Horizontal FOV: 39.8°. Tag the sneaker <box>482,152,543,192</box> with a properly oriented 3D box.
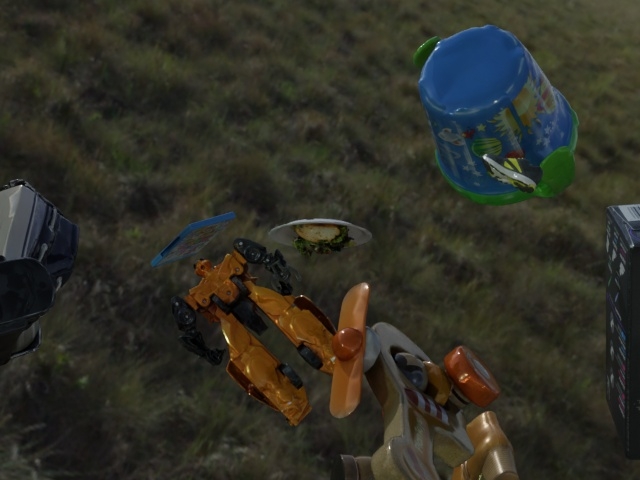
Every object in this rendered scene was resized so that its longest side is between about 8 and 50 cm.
[{"bbox_3d":[0.237,-0.088,1.087,0.083,0.035,0.031,35,-16,32],"label":"sneaker"}]

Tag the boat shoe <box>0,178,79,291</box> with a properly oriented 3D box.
[{"bbox_3d":[-0.491,0.073,1.453,0.158,0.127,0.340,42,45,-44],"label":"boat shoe"}]

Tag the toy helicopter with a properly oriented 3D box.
[{"bbox_3d":[0.094,0.189,1.032,0.235,0.140,0.355,47,16,-8],"label":"toy helicopter"}]

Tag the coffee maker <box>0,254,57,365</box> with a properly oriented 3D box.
[{"bbox_3d":[-0.443,0.108,1.169,0.120,0.178,0.171,46,58,1],"label":"coffee maker"}]

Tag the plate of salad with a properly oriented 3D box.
[{"bbox_3d":[0.000,0.000,1.694,0.200,0.048,0.200,0,-15,0],"label":"plate of salad"}]

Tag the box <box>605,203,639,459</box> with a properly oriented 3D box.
[{"bbox_3d":[0.424,0.101,1.022,0.165,0.270,0.143,-3,20,9],"label":"box"}]

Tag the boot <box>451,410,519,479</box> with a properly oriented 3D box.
[{"bbox_3d":[0.290,0.499,1.756,0.104,0.295,0.211,27,17,-11],"label":"boot"}]

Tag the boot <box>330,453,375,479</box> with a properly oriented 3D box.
[{"bbox_3d":[0.065,0.511,1.541,0.115,0.305,0.112,4,24,-18],"label":"boot"}]

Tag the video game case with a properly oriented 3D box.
[{"bbox_3d":[-0.258,-0.001,1.788,0.119,0.166,0.015,-20,77,-47],"label":"video game case"}]

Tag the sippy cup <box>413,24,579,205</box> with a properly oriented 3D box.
[{"bbox_3d":[0.264,-0.205,1.379,0.306,0.240,0.224,10,-20,31],"label":"sippy cup"}]

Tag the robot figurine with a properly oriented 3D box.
[{"bbox_3d":[-0.094,0.139,1.385,0.291,0.211,0.085,46,-10,6],"label":"robot figurine"}]
